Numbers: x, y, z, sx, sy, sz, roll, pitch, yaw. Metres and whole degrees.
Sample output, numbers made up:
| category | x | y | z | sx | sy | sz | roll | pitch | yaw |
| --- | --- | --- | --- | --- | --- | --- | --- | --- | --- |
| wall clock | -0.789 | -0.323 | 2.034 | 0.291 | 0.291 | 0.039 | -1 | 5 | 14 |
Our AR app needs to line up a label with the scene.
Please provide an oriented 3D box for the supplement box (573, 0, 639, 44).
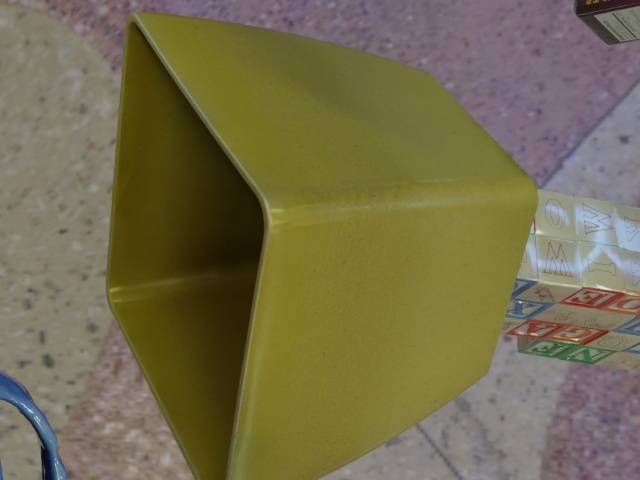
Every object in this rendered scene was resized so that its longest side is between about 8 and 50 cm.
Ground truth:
| category | x | y | z | sx | sy | sz | roll | pitch | yaw |
| --- | --- | --- | --- | --- | --- | --- | --- | --- | --- |
| supplement box | 0.309 | -0.235 | 1.097 | 0.081 | 0.188 | 0.104 | 23 | 65 | -55 |

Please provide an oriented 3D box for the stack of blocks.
| category | x | y | z | sx | sy | sz | roll | pitch | yaw |
| --- | --- | --- | --- | --- | --- | --- | --- | --- | --- |
| stack of blocks | 0.238 | 0.040 | 1.206 | 0.297 | 0.171 | 0.087 | 9 | 65 | -22 |

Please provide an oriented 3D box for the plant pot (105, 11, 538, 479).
| category | x | y | z | sx | sy | sz | roll | pitch | yaw |
| --- | --- | --- | --- | --- | --- | --- | --- | --- | --- |
| plant pot | 0.000 | 0.000 | 0.784 | 0.187 | 0.212 | 0.212 | -8 | 128 | -26 |

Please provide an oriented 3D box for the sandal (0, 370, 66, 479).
| category | x | y | z | sx | sy | sz | roll | pitch | yaw |
| --- | --- | --- | --- | --- | --- | --- | --- | --- | --- |
| sandal | -0.145 | 0.167 | 0.460 | 0.126 | 0.138 | 0.317 | 11 | 50 | -32 |
